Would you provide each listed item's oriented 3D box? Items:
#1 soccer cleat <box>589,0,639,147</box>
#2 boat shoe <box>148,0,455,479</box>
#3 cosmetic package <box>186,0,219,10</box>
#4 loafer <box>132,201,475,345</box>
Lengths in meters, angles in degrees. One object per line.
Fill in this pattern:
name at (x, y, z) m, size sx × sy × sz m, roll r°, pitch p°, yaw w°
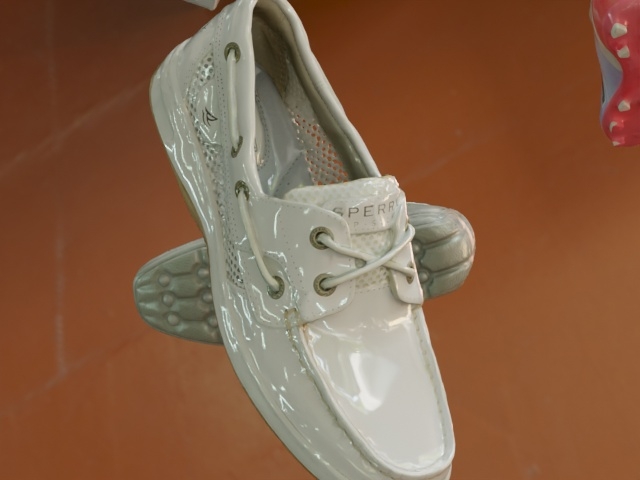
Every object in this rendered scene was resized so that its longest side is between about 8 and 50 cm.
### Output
soccer cleat at (0.304, -0.183, 1.654) m, size 0.083 × 0.248 × 0.095 m, roll -15°, pitch 58°, yaw 5°
boat shoe at (0.000, 0.000, 0.834) m, size 0.098 × 0.277 × 0.096 m, roll -12°, pitch -21°, yaw -41°
cosmetic package at (-0.164, -0.366, 1.400) m, size 0.284 × 0.097 × 0.377 m, roll 20°, pitch 43°, yaw 0°
loafer at (-0.014, 0.028, 1.560) m, size 0.319 × 0.112 × 0.111 m, roll -7°, pitch 13°, yaw 11°
